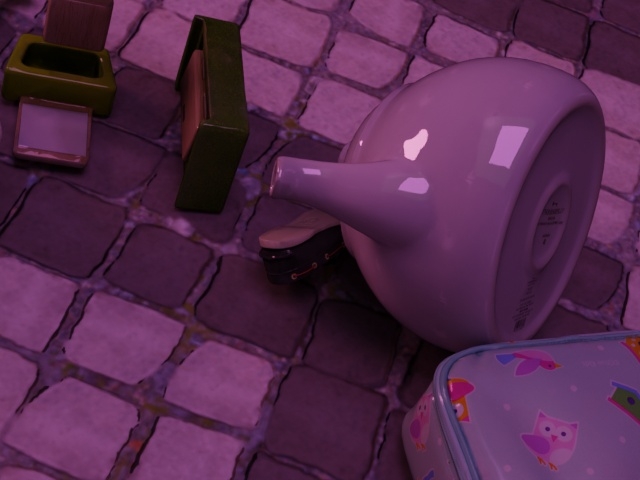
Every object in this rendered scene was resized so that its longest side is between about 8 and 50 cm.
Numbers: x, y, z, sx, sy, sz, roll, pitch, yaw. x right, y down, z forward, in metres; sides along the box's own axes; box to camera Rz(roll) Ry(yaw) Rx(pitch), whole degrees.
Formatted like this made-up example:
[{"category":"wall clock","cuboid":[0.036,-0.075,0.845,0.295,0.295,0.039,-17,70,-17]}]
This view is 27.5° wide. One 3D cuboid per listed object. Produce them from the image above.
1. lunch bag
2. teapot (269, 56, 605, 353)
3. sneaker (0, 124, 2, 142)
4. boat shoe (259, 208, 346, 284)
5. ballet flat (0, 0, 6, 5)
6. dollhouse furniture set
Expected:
[{"category":"lunch bag","cuboid":[0.216,0.180,0.952,0.279,0.108,0.224,-2,51,-20]},{"category":"teapot","cuboid":[0.102,-0.040,1.042,0.187,0.256,0.252,20,60,27]},{"category":"sneaker","cuboid":[-0.387,-0.129,1.029,0.323,0.236,0.130,13,73,45]},{"category":"boat shoe","cuboid":[-0.001,0.000,1.085,0.049,0.042,0.133,6,21,37]},{"category":"ballet flat","cuboid":[-0.344,-0.214,1.141,0.221,0.077,0.079,-25,81,-34]},{"category":"dollhouse furniture set","cuboid":[-0.139,-0.189,1.022,0.198,0.301,0.151,9,46,-14]}]
